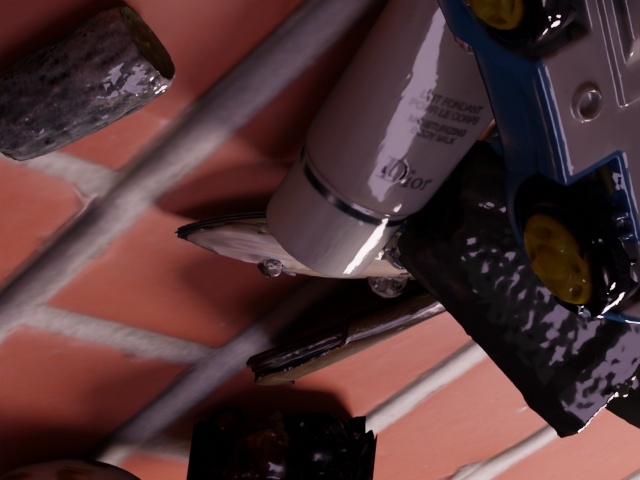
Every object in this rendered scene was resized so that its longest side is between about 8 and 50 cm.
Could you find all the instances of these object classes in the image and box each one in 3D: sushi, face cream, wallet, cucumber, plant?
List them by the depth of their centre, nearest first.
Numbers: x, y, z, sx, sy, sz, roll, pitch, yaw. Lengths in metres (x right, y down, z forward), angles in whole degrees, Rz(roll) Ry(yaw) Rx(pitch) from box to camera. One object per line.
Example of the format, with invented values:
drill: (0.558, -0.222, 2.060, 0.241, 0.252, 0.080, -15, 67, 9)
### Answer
cucumber: (-0.142, -0.088, 0.896, 0.112, 0.064, 0.064, -28, 146, 17)
face cream: (0.073, -0.110, 0.956, 0.143, 0.089, 0.314, 11, 127, -35)
plant: (0.179, 0.034, 1.041, 0.256, 0.142, 0.164, 34, 106, -10)
wallet: (0.069, 0.053, 1.187, 0.255, 0.031, 0.137, -25, 174, 11)
sushi: (-0.041, 0.217, 1.332, 0.150, 0.153, 0.172, 8, 166, -5)

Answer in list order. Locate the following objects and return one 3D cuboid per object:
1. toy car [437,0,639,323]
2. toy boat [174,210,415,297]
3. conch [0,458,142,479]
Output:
toy car: (0.155, -0.103, 0.833, 0.198, 0.166, 0.314, -30, 119, -20)
toy boat: (0.000, 0.000, 1.096, 0.210, 0.066, 0.084, 3, 156, -16)
conch: (-0.199, 0.268, 1.333, 0.148, 0.183, 0.275, -37, 169, -16)
